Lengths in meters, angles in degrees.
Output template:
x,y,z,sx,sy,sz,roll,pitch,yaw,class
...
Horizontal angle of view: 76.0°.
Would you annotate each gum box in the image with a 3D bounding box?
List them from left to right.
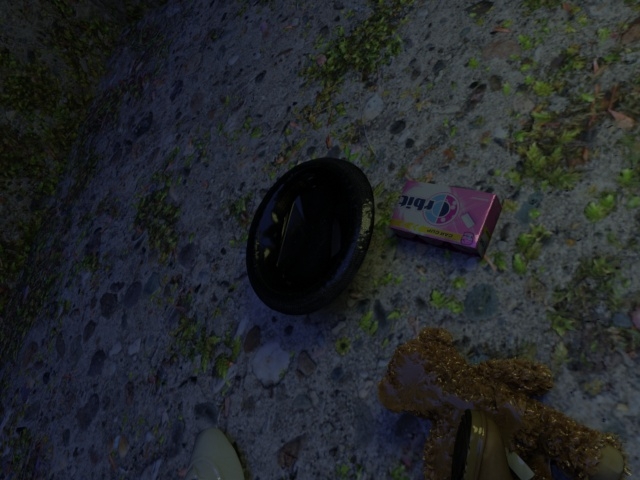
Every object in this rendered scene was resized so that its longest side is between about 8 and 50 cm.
x,y,z,sx,sy,sz,roll,pitch,yaw,class
0.231,-0.045,0.787,0.188,0.062,0.107,17,79,38,gum box

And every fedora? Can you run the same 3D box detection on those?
x,y,z,sx,sy,sz,roll,pitch,yaw,class
0.000,0.000,0.863,0.334,0.152,0.333,-13,65,30,fedora

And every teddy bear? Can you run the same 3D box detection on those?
x,y,z,sx,sy,sz,roll,pitch,yaw,class
0.254,0.276,0.609,0.338,0.113,0.245,12,83,29,teddy bear

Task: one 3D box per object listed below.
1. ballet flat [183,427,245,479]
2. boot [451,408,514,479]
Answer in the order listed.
x,y,z,sx,sy,sz,roll,pitch,yaw,class
-0.199,0.544,0.758,0.139,0.139,0.400,-37,53,15,ballet flat
0.291,0.321,0.470,0.270,0.089,0.236,4,103,12,boot
